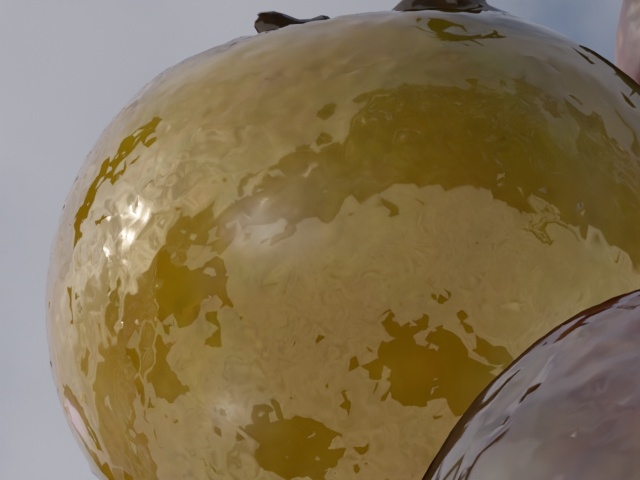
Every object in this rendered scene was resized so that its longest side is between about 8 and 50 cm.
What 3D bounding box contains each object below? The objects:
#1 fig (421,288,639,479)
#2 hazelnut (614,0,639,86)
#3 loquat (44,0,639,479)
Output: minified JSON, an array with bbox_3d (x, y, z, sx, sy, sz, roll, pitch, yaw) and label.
[{"bbox_3d":[0.116,0.117,0.357,0.235,0.214,0.235,21,-29,13],"label":"fig"},{"bbox_3d":[0.269,-0.117,1.028,0.181,0.212,0.181,31,-42,-31],"label":"hazelnut"},{"bbox_3d":[0.029,0.056,0.817,0.328,0.359,0.328,2,-4,0],"label":"loquat"}]
